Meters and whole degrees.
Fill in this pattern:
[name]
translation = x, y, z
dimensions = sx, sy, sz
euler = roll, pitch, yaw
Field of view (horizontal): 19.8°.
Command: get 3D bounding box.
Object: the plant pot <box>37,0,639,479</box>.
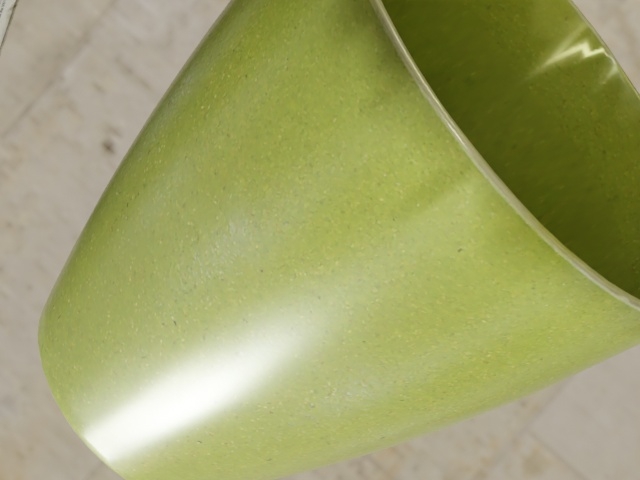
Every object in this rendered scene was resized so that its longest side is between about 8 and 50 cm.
[plant pot]
translation = 0.000, 0.000, 0.944
dimensions = 0.293, 0.275, 0.275
euler = -37, -179, 26

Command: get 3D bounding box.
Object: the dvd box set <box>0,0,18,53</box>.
[dvd box set]
translation = -0.398, -0.134, 1.211
dimensions = 0.420, 0.062, 0.307
euler = -16, 149, -36
